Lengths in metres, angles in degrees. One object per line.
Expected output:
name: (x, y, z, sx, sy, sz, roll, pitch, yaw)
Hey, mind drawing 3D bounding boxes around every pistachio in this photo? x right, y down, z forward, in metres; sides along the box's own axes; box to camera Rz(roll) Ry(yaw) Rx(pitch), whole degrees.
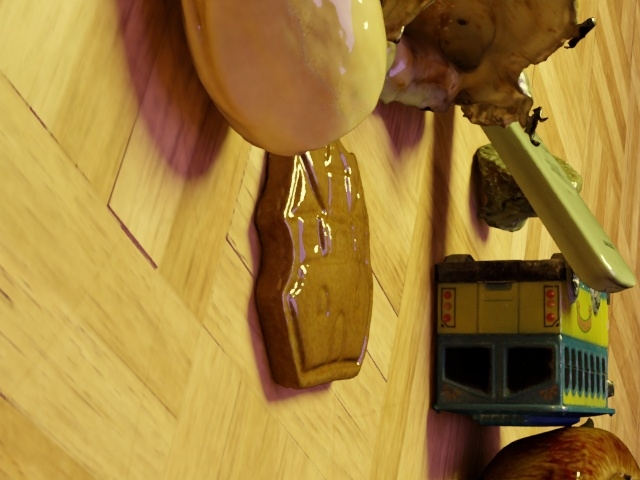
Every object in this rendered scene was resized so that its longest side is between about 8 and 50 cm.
pistachio: (-0.026, -0.147, 0.806, 0.145, 0.117, 0.200, -55, 138, -48)

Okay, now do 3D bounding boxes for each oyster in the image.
oyster: (0.134, -0.169, 1.114, 0.337, 0.197, 0.133, 48, 30, -68)

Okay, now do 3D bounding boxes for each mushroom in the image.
mushroom: (0.297, 0.361, 1.376, 0.345, 0.259, 0.345, 0, 90, -65)

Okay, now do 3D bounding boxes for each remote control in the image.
remote control: (0.212, -0.075, 1.293, 0.090, 0.038, 0.309, 15, 41, -56)

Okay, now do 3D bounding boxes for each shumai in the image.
shumai: (0.224, -0.051, 1.449, 0.099, 0.124, 0.087, -13, 124, -41)

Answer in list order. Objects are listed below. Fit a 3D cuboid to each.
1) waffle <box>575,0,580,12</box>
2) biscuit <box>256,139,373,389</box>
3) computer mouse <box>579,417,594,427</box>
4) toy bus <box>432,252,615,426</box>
waffle: (0.254, -0.402, 1.455, 0.248, 0.055, 0.221, 81, 1, -62)
biscuit: (0.002, 0.000, 0.975, 0.182, 0.034, 0.215, 3, 86, -68)
computer mouse: (0.311, 0.370, 1.655, 0.168, 0.087, 0.295, -50, 147, -68)
toy bus: (0.221, 0.109, 1.373, 0.287, 0.138, 0.175, 20, 69, -66)
